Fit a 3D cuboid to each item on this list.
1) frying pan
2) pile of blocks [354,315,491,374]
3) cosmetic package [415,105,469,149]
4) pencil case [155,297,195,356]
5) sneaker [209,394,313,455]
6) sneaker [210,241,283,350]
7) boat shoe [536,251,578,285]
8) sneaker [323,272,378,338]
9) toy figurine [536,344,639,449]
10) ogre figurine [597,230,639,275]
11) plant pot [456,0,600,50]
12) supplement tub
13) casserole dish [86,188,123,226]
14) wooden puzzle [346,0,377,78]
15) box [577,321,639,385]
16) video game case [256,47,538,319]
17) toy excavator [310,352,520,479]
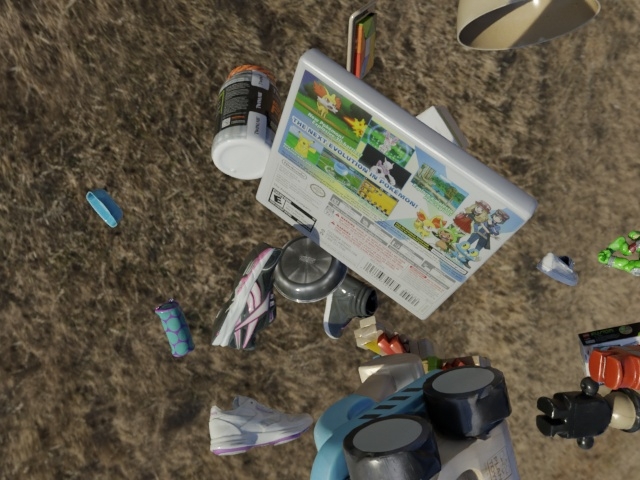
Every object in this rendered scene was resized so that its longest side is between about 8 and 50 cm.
[{"bbox_3d":[0.017,0.019,1.491,0.326,0.197,0.053,-41,149,-11],"label":"frying pan"},{"bbox_3d":[0.192,0.267,1.277,0.113,0.362,0.148,31,79,-46],"label":"pile of blocks"},{"bbox_3d":[0.425,-0.379,2.189,0.155,0.196,0.365,-33,-178,23],"label":"cosmetic package"},{"bbox_3d":[-0.389,0.235,1.586,0.064,0.070,0.151,-47,130,-53],"label":"pencil case"},{"bbox_3d":[-0.157,0.486,1.617,0.305,0.152,0.114,1,152,-32],"label":"sneaker"},{"bbox_3d":[-0.094,0.086,0.883,0.077,0.072,0.178,24,107,-19],"label":"sneaker"},{"bbox_3d":[0.622,0.068,1.528,0.184,0.066,0.063,18,109,-37],"label":"boat shoe"},{"bbox_3d":[0.099,0.231,1.869,0.104,0.147,0.295,-46,150,-41],"label":"sneaker"},{"bbox_3d":[0.378,0.235,0.683,0.148,0.209,0.213,0,140,-14],"label":"toy figurine"},{"bbox_3d":[0.858,0.030,1.588,0.197,0.118,0.096,-13,132,-22],"label":"ogre figurine"},{"bbox_3d":[0.423,-0.545,1.248,0.284,0.284,0.190,-4,88,-34],"label":"plant pot"},{"bbox_3d":[-0.214,-0.356,1.760,0.194,0.315,0.193,0,149,0],"label":"supplement tub"},{"bbox_3d":[-0.591,-0.093,1.632,0.037,0.188,0.114,-43,104,-20],"label":"casserole dish"},{"bbox_3d":[0.122,-0.557,1.704,0.221,0.044,0.238,-57,159,-52],"label":"wooden puzzle"},{"bbox_3d":[0.590,0.202,1.089,0.207,0.036,0.114,-13,121,12],"label":"box"},{"bbox_3d":[0.075,-0.056,0.812,0.036,0.329,0.300,-49,173,-35],"label":"video game case"},{"bbox_3d":[0.110,0.291,0.903,0.433,0.445,0.222,-20,98,-37],"label":"toy excavator"}]
